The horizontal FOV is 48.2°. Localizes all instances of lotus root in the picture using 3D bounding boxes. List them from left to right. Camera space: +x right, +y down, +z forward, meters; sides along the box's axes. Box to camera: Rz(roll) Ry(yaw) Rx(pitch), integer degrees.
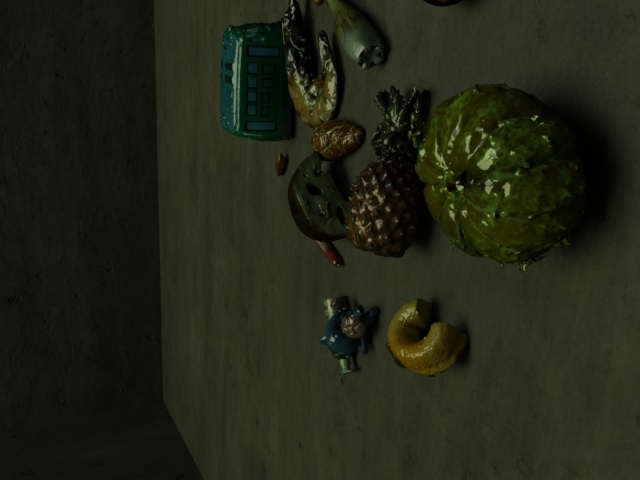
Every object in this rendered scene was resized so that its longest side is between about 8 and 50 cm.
[{"bbox_3d":[-0.008,-0.099,1.841,0.235,0.138,0.119,66,155,9],"label":"lotus root"}]

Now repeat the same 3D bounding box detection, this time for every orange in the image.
[{"bbox_3d":[0.298,-0.112,1.155,0.301,0.223,0.300,25,134,60],"label":"orange"}]

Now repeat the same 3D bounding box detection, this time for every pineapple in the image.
[{"bbox_3d":[0.157,-0.149,1.529,0.175,0.174,0.362,30,108,58],"label":"pineapple"}]

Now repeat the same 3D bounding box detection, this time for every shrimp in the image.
[{"bbox_3d":[-0.023,-0.479,1.885,0.233,0.071,0.365,-3,96,59],"label":"shrimp"}]

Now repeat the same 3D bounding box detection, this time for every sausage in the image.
[{"bbox_3d":[0.000,0.000,1.994,0.253,0.034,0.034,54,142,45],"label":"sausage"}]

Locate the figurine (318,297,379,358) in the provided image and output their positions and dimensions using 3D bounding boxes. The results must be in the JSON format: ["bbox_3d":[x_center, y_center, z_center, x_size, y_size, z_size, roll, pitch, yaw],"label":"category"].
[{"bbox_3d":[0.079,0.210,1.830,0.178,0.114,0.145,-51,27,41],"label":"figurine"}]

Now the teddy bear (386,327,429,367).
[{"bbox_3d":[0.189,0.235,1.622,0.160,0.077,0.120,140,123,-61],"label":"teddy bear"}]

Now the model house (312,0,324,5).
[{"bbox_3d":[-0.072,-0.718,1.782,0.271,0.190,0.301,-43,59,57],"label":"model house"}]

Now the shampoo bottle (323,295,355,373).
[{"bbox_3d":[0.055,0.253,1.916,0.065,0.065,0.205,-18,80,63],"label":"shampoo bottle"}]

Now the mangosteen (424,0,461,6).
[{"bbox_3d":[0.199,-0.507,1.294,0.156,0.181,0.146,-107,31,-73],"label":"mangosteen"}]

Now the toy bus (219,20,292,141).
[{"bbox_3d":[-0.189,-0.462,2.076,0.183,0.199,0.344,34,125,58],"label":"toy bus"}]

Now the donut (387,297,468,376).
[{"bbox_3d":[0.210,0.204,1.507,0.146,0.078,0.181,-49,41,4],"label":"donut"}]

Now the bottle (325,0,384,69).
[{"bbox_3d":[0.067,-0.506,1.672,0.270,0.083,0.083,64,148,34],"label":"bottle"}]

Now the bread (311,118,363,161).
[{"bbox_3d":[0.028,-0.257,1.827,0.233,0.075,0.105,-6,93,62],"label":"bread"}]

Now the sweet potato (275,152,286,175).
[{"bbox_3d":[-0.121,-0.229,2.181,0.095,0.034,0.034,98,152,-50],"label":"sweet potato"}]
